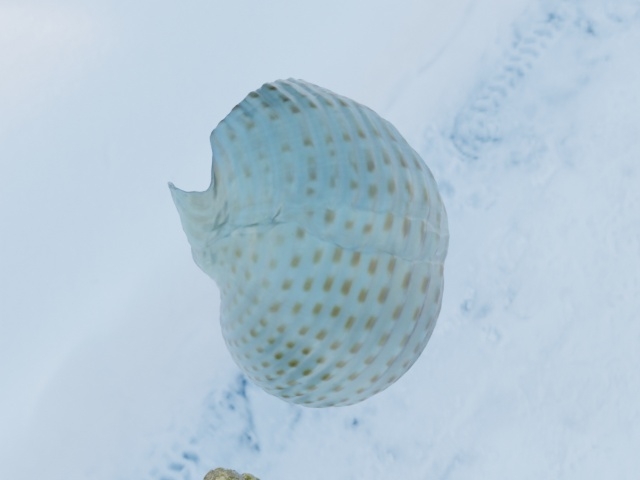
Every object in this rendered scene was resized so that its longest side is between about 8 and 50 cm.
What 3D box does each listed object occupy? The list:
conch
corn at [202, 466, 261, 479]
[{"bbox_3d":[0.016,0.005,0.941,0.215,0.319,0.303,14,71,24],"label":"conch"},{"bbox_3d":[-0.056,0.343,1.090,0.097,0.262,0.097,-16,38,13],"label":"corn"}]
